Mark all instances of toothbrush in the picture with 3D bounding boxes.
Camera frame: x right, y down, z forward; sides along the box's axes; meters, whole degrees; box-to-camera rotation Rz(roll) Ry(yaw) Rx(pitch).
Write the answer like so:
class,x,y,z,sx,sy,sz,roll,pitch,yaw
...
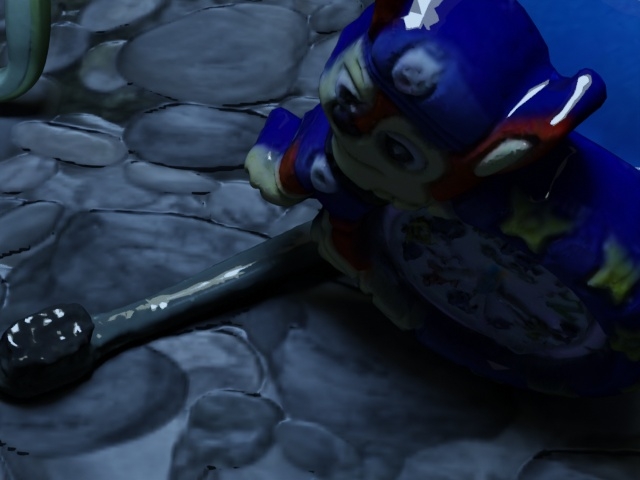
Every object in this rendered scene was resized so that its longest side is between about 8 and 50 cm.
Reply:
class,x,y,z,sx,sy,sz,roll,pitch,yaw
toothbrush,0.000,0.000,0.716,0.297,0.030,0.030,-21,70,-26

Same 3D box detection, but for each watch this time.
class,x,y,z,sx,sy,sz,roll,pitch,yaw
watch,0.096,-0.058,0.652,0.171,0.196,0.200,38,61,-3

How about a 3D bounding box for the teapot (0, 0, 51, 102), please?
class,x,y,z,sx,sy,sz,roll,pitch,yaw
teapot,-0.191,-0.096,0.774,0.124,0.090,0.092,21,45,29
